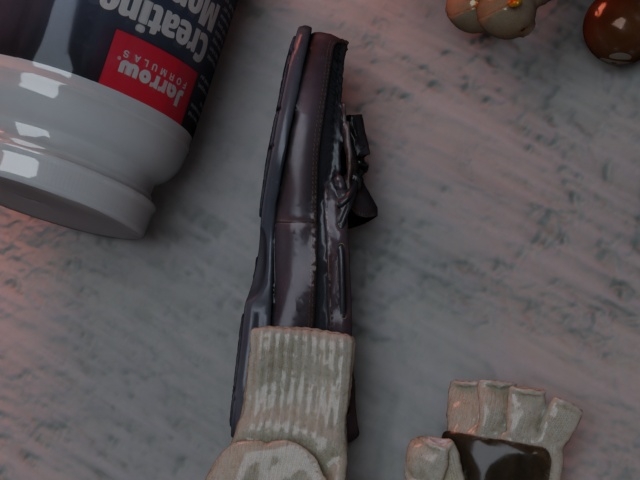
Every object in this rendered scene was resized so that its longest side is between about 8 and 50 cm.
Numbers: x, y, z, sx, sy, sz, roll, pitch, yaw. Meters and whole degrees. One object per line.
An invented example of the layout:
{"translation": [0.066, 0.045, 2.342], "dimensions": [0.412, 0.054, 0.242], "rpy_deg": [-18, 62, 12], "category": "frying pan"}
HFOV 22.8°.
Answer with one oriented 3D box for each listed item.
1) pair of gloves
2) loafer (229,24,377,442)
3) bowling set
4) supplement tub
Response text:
{"translation": [0.043, 0.175, 1.061], "dimensions": [0.240, 0.042, 0.204], "rpy_deg": [15, 87, 2], "category": "pair of gloves"}
{"translation": [0.000, 0.000, 1.142], "dimensions": [0.095, 0.109, 0.303], "rpy_deg": [9, 85, -1], "category": "loafer"}
{"translation": [0.138, -0.187, 1.096], "dimensions": [0.154, 0.287, 0.200], "rpy_deg": [-30, 98, -2], "category": "bowling set"}
{"translation": [-0.167, -0.155, 1.169], "dimensions": [0.191, 0.191, 0.272], "rpy_deg": [14, 80, 19], "category": "supplement tub"}
